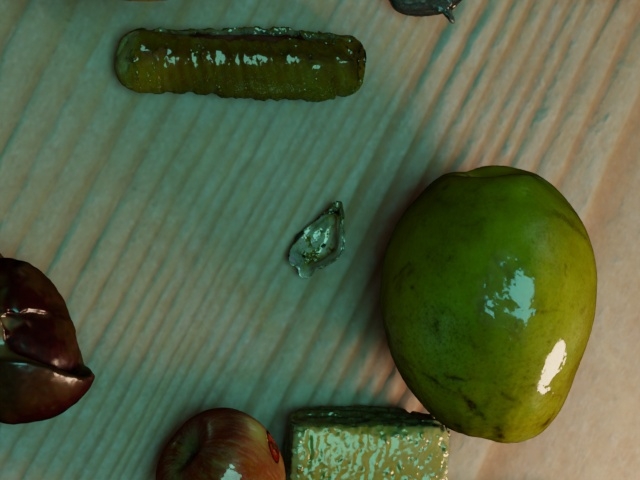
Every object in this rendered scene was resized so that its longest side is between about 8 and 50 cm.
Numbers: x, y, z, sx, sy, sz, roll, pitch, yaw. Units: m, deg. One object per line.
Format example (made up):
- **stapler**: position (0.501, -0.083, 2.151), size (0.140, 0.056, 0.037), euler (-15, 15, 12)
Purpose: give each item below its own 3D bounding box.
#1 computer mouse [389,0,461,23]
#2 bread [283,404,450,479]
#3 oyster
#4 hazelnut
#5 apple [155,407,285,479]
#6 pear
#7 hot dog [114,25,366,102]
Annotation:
- **computer mouse**: position (0.100, -0.351, 2.015), size (0.113, 0.068, 0.229), euler (-25, 109, 11)
- **bread**: position (0.047, 0.261, 2.042), size (0.196, 0.102, 0.138), euler (1, 92, -18)
- **oyster**: position (0.003, 0.002, 2.036), size (0.093, 0.034, 0.051), euler (-42, 92, -1)
- **hazelnut**: position (-0.323, 0.102, 1.841), size (0.201, 0.170, 0.160), euler (26, 117, 14)
- **apple**: position (-0.108, 0.265, 1.964), size (0.131, 0.146, 0.146), euler (43, 79, -29)
- **pear**: position (0.189, 0.070, 2.006), size (0.253, 0.253, 0.307), euler (-1, 105, -21)
- **hot dog**: position (-0.083, -0.194, 1.965), size (0.289, 0.068, 0.083), euler (-1, 103, -22)
